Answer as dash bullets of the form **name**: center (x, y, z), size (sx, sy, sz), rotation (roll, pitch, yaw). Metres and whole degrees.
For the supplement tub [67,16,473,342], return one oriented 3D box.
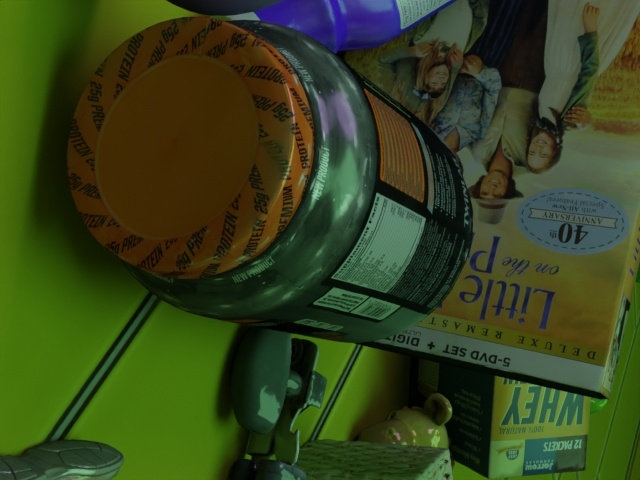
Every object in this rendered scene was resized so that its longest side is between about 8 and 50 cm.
- **supplement tub**: center (-0.025, -0.036, 0.886), size (0.338, 0.207, 0.207), rotation (22, 75, -65)

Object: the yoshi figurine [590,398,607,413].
- **yoshi figurine**: center (0.307, 0.189, 1.717), size (0.362, 0.203, 0.204), rotation (-12, 99, -68)

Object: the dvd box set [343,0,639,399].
- **dvd box set**: center (0.152, -0.094, 1.080), size (0.062, 0.307, 0.421), rotation (35, 69, -65)

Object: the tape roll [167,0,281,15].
- **tape roll**: center (-0.066, -0.247, 0.769), size (0.080, 0.189, 0.189), rotation (28, 69, -64)

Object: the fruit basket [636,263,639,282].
- **fruit basket**: center (0.289, -0.178, 1.372), size (0.283, 0.392, 0.392), rotation (-61, 147, -42)

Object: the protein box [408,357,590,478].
- **protein box**: center (0.211, 0.157, 1.433), size (0.135, 0.200, 0.201), rotation (0, 96, -24)

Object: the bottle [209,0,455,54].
- **bottle**: center (0.036, -0.222, 1.002), size (0.282, 0.092, 0.118), rotation (-35, 113, -23)

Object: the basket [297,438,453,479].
- **basket**: center (0.042, 0.259, 1.162), size (0.113, 0.167, 0.103), rotation (-21, 107, -64)

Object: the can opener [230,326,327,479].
- **can opener**: center (-0.067, 0.209, 1.042), size (0.095, 0.076, 0.284), rotation (28, 66, -30)

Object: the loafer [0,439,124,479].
- **loafer**: center (-0.181, 0.160, 0.787), size (0.125, 0.045, 0.039), rotation (1, 111, -60)

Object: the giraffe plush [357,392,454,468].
- **giraffe plush**: center (0.105, 0.264, 1.333), size (0.210, 0.181, 0.171), rotation (18, 56, -55)
